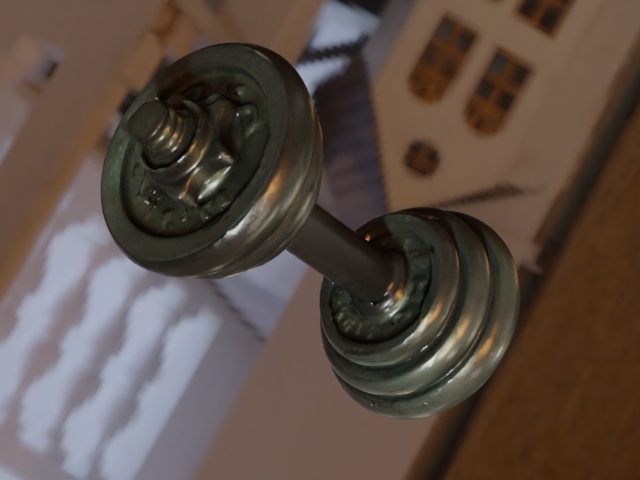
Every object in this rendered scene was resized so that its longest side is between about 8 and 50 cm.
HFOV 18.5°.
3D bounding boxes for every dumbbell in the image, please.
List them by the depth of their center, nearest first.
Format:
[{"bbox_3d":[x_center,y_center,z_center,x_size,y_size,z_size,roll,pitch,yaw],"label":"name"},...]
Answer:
[{"bbox_3d":[0.000,0.000,1.446,0.179,0.179,0.406,19,169,43],"label":"dumbbell"}]
